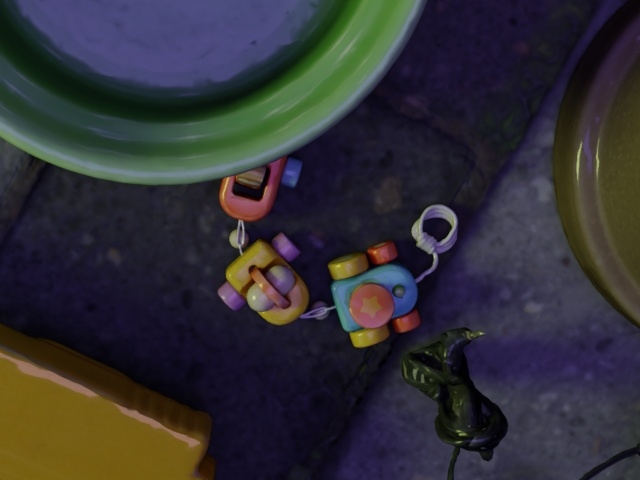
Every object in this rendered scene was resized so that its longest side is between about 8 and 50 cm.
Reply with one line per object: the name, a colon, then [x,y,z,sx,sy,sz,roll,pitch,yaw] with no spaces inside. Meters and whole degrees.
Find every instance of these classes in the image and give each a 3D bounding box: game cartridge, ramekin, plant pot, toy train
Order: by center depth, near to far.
ramekin: [-0.088,-0.190,0.842,0.303,0.148,0.303,0,99,-3]
plant pot: [0.280,-0.036,0.849,0.263,0.229,0.263,0,100,-2]
game cartridge: [-0.257,0.169,0.922,0.324,0.052,0.285,26,106,-10]
toy train: [0.000,0.000,0.929,0.166,0.046,0.125,20,98,-6]

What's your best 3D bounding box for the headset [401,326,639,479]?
headset: [0.233,0.177,0.949,0.394,0.185,0.243,26,101,-22]
